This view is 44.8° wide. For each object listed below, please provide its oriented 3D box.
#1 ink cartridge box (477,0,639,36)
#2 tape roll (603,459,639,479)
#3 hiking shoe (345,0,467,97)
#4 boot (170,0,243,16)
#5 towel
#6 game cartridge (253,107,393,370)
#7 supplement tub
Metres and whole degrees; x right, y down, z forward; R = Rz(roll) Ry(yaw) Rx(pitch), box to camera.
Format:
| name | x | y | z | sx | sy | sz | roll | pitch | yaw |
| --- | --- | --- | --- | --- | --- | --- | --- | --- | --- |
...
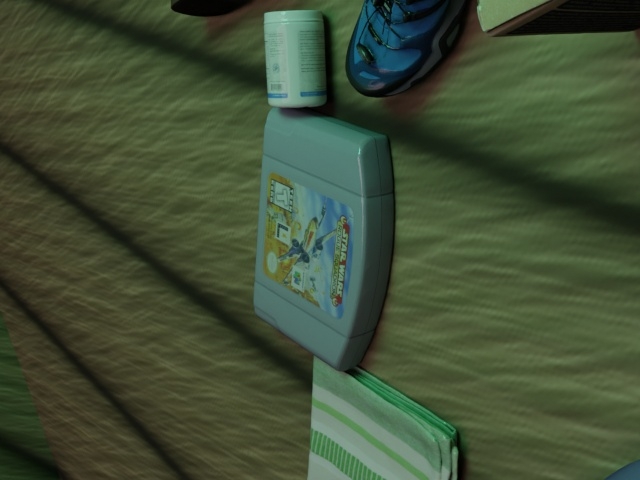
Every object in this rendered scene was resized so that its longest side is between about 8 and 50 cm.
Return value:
| name | x | y | z | sx | sy | sz | roll | pitch | yaw |
| --- | --- | --- | --- | --- | --- | --- | --- | --- | --- |
| ink cartridge box | 0.176 | -0.269 | 0.542 | 0.088 | 0.193 | 0.234 | -15 | 90 | 51 |
| tape roll | 0.313 | 0.322 | 0.633 | 0.275 | 0.090 | 0.274 | 19 | 115 | 47 |
| hiking shoe | 0.080 | -0.257 | 0.708 | 0.113 | 0.132 | 0.304 | 54 | 136 | 25 |
| boot | -0.092 | -0.356 | 0.915 | 0.305 | 0.112 | 0.115 | 1 | 91 | 52 |
| towel | 0.060 | 0.327 | 0.976 | 0.248 | 0.038 | 0.324 | 25 | 119 | 45 |
| game cartridge | 0.000 | 0.000 | 0.943 | 0.198 | 0.062 | 0.297 | 30 | 122 | 47 |
| supplement tub | -0.029 | -0.210 | 0.901 | 0.071 | 0.071 | 0.107 | 13 | 110 | 48 |
